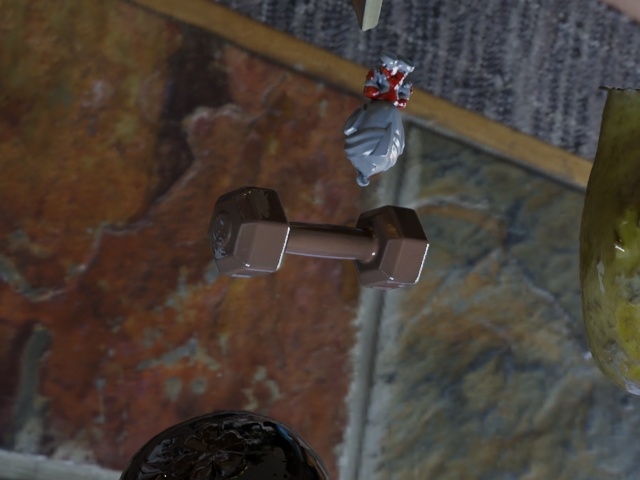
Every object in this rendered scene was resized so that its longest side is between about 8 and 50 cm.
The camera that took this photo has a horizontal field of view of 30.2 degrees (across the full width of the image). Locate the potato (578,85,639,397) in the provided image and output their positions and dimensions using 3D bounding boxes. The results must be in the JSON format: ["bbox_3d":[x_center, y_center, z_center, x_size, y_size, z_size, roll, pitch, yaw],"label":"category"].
[{"bbox_3d":[0.316,0.007,0.988,0.229,0.229,0.265,5,100,-34],"label":"potato"}]

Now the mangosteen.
[{"bbox_3d":[-0.084,0.278,1.135,0.243,0.243,0.242,7,77,-34],"label":"mangosteen"}]

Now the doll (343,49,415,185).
[{"bbox_3d":[0.077,-0.157,1.541,0.094,0.079,0.180,17,88,-30],"label":"doll"}]

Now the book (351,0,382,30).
[{"bbox_3d":[0.022,-0.401,1.406,0.025,0.191,0.269,-17,84,-2],"label":"book"}]

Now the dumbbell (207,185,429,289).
[{"bbox_3d":[0.000,0.000,1.173,0.231,0.092,0.082,7,75,-36],"label":"dumbbell"}]
